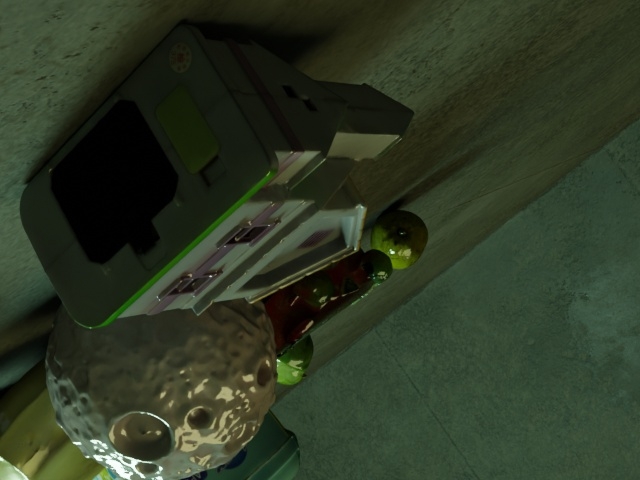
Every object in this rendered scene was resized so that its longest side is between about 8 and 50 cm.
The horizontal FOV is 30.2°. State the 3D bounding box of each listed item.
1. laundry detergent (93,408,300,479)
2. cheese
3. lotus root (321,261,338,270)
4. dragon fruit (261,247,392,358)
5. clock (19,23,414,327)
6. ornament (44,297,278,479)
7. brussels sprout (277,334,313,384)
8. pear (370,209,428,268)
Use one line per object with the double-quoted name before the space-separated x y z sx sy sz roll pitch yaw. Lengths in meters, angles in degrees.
"laundry detergent" -0.204 0.316 1.790 0.287 0.305 0.287 -38 179 -1
"cheese" -0.308 0.217 1.511 0.316 0.128 0.259 -48 171 -38
"lotus root" 0.000 0.000 1.724 0.089 0.080 0.179 -57 175 -2
"dragon fruit" -0.020 0.085 1.918 0.295 0.130 0.268 -37 170 15
"clock" -0.066 -0.054 1.027 0.235 0.166 0.309 -40 162 28
"ornament" -0.172 0.138 1.278 0.259 0.259 0.225 -39 -159 23
"brussels sprout" -0.086 0.173 2.110 0.131 0.145 0.183 -58 -153 5
"pear" 0.139 -0.003 2.101 0.107 0.107 0.131 -33 179 -11
